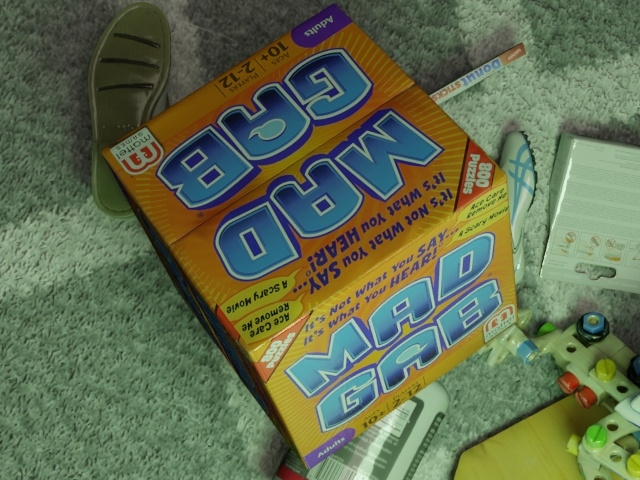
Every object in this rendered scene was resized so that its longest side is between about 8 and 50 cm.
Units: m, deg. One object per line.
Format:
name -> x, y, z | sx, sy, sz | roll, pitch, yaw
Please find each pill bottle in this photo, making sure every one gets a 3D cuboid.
pill bottle -> 0.075, 0.254, 1.729 | 0.176, 0.176, 0.319 | 30, 83, -9

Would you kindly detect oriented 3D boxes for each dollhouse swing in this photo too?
dollhouse swing -> 0.396, 0.464, 1.844 | 0.346, 0.305, 0.315 | -27, 134, -11

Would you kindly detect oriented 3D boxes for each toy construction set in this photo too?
toy construction set -> 0.381, 0.220, 1.778 | 0.215, 0.151, 0.328 | -36, 71, -16

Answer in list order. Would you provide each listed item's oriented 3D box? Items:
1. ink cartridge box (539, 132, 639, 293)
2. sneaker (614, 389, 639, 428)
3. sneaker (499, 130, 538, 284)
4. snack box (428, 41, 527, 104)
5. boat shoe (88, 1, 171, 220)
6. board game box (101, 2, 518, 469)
ink cartridge box -> 0.439, -0.042, 1.886 | 0.180, 0.056, 0.225 | 9, 105, -11
sneaker -> 0.497, 0.297, 1.620 | 0.236, 0.130, 0.323 | 16, 80, 15
sneaker -> 0.274, -0.052, 1.828 | 0.086, 0.085, 0.237 | 8, 83, -3
snack box -> 0.225, -0.243, 1.833 | 0.178, 0.064, 0.022 | -30, 93, -11
boat shoe -> -0.267, -0.179, 1.717 | 0.113, 0.103, 0.302 | 8, 87, 2
board game box -> 0.000, 0.000, 1.566 | 0.356, 0.357, 0.356 | -34, 59, -10
